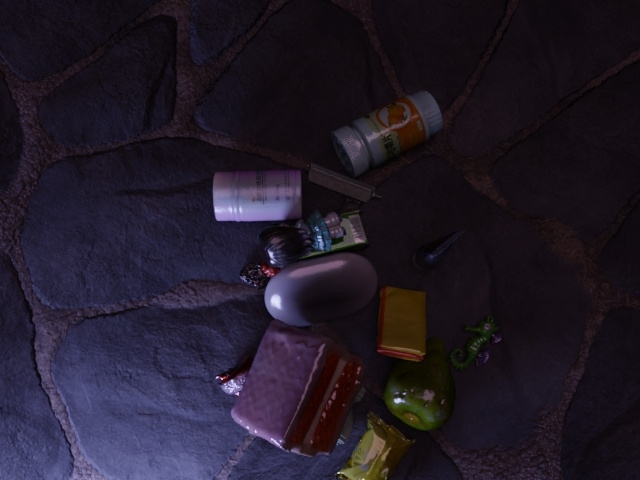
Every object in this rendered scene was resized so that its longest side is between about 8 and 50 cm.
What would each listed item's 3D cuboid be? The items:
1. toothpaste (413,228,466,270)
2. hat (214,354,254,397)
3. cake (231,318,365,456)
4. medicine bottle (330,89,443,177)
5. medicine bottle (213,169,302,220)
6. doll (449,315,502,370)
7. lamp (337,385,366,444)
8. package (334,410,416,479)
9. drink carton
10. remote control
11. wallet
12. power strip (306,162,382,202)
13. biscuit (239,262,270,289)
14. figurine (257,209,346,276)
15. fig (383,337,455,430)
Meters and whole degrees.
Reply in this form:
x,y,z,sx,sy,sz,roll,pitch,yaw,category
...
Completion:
x,y,z,sx,sy,sz,roll,pitch,yaw,category
0.323,0.031,1.656,0.114,0.299,0.073,-37,83,-9,toothpaste
-0.192,0.442,1.657,0.129,0.140,0.227,-28,95,13,hat
-0.058,0.396,1.563,0.230,0.237,0.308,14,75,45,cake
0.205,-0.329,1.789,0.318,0.158,0.158,-28,82,-7,medicine bottle
-0.183,-0.133,1.739,0.254,0.152,0.152,-2,80,-4,medicine bottle
0.459,0.305,1.740,0.115,0.050,0.190,37,82,0,doll
0.059,0.488,1.665,0.106,0.106,0.193,31,73,3,lamp
0.157,0.613,1.649,0.168,0.090,0.226,32,83,0,package
0.000,0.000,1.721,0.271,0.161,0.108,-13,80,-7,drink carton
0.004,0.143,1.689,0.332,0.103,0.221,-12,124,-4,remote control
0.231,0.237,1.683,0.141,0.067,0.241,9,42,3,wallet
0.072,-0.173,1.804,0.253,0.060,0.027,21,52,2,power strip
-0.196,0.109,1.757,0.089,0.027,0.087,-17,80,-6,biscuit
-0.052,0.001,1.584,0.246,0.110,0.137,-19,105,-12,figurine
0.303,0.387,1.669,0.206,0.206,0.275,32,57,3,fig
